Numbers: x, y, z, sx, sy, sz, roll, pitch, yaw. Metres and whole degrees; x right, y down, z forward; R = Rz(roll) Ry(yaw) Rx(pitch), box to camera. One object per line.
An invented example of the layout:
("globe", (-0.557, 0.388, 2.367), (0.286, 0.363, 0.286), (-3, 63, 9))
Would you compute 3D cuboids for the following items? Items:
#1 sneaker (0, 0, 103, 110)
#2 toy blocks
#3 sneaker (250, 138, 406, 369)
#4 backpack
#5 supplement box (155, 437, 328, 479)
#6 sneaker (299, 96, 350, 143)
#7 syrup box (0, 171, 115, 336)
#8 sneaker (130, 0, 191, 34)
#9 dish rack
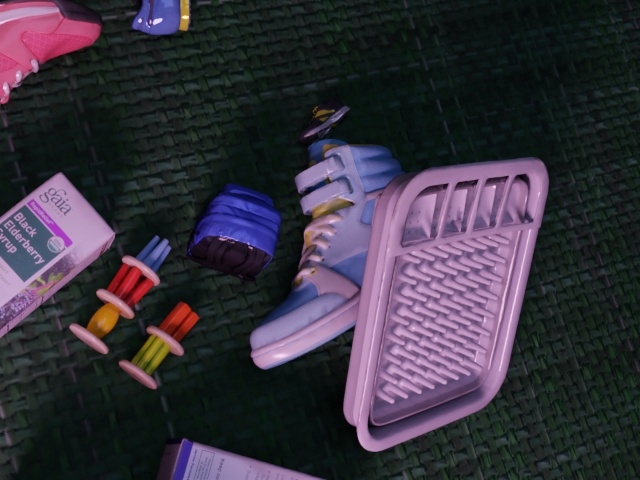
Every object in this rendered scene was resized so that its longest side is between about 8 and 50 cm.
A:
("sneaker", (-0.393, -0.182, 1.067), (0.314, 0.116, 0.136), (-18, 94, -14))
("toy blocks", (-0.196, 0.078, 1.087), (0.123, 0.054, 0.148), (37, 69, -6))
("sneaker", (0.000, 0.000, 1.135), (0.319, 0.127, 0.208), (-35, 92, -31))
("backpack", (-0.101, -0.015, 1.104), (0.098, 0.120, 0.101), (14, 74, -14))
("supplement box", (-0.073, 0.303, 1.046), (0.220, 0.111, 0.114), (18, 73, -13))
("sneaker", (0.000, -0.157, 1.221), (0.083, 0.031, 0.035), (-37, 78, -26))
("syrup box", (-0.346, 0.039, 1.024), (0.237, 0.096, 0.093), (-42, 93, -21))
("sneaker", (-0.213, -0.359, 1.173), (0.082, 0.069, 0.209), (-4, 79, -15))
("dish rack", (0.137, 0.062, 1.094), (0.285, 0.072, 0.332), (-10, 115, -44))
